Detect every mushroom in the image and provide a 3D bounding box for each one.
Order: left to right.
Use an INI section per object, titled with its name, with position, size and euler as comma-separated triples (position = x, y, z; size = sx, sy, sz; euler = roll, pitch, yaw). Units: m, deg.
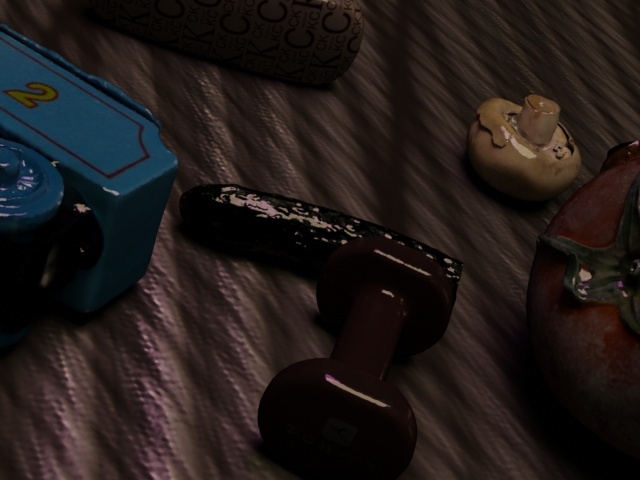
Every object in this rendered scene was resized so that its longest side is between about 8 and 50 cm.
[mushroom]
position = 0.262, -0.123, 1.329
size = 0.154, 0.122, 0.154
euler = 19, 33, -13

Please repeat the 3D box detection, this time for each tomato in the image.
[tomato]
position = 0.358, 0.064, 1.022
size = 0.282, 0.316, 0.317
euler = 25, 32, -39

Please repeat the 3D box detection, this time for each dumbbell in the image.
[dumbbell]
position = 0.038, 0.108, 0.955
size = 0.140, 0.124, 0.225
euler = 24, 40, 0

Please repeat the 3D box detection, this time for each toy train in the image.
[toy train]
position = -0.305, -0.064, 0.936
size = 0.300, 0.188, 0.265
euler = 32, 35, 13

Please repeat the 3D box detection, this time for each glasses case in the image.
[glasses case]
position = -0.118, -0.295, 1.313
size = 0.354, 0.137, 0.085
euler = 15, 41, -12

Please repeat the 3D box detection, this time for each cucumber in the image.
[cucumber]
position = 0.000, 0.000, 1.096
size = 0.303, 0.072, 0.081
euler = 21, 40, -4

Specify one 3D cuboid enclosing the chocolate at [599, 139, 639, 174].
[chocolate]
position = 0.429, -0.058, 1.349
size = 0.127, 0.124, 0.133
euler = 4, 76, -25
